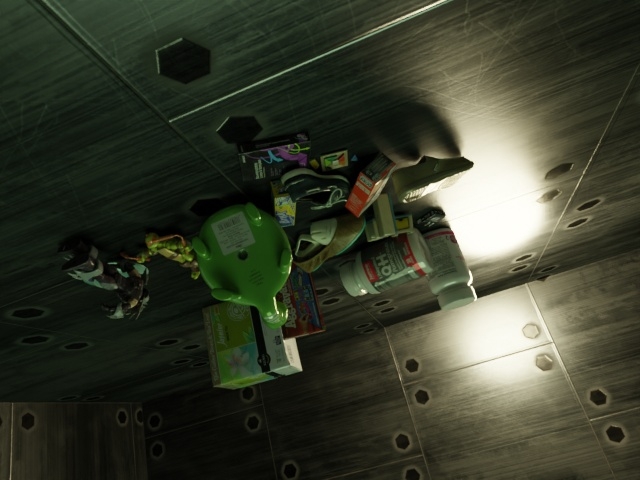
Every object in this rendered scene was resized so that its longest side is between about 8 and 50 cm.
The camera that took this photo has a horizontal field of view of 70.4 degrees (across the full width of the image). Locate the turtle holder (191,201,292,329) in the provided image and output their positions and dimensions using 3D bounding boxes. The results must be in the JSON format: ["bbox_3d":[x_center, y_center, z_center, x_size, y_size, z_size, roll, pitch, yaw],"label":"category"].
[{"bbox_3d":[-0.172,0.057,1.206,0.243,0.320,0.227,-53,-179,-4],"label":"turtle holder"}]

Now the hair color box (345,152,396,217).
[{"bbox_3d":[0.129,-0.142,1.191,0.093,0.053,0.167,-44,168,-26],"label":"hair color box"}]

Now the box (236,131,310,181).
[{"bbox_3d":[-0.104,-0.186,1.030,0.162,0.029,0.116,-11,157,-8],"label":"box"}]

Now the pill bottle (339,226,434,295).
[{"bbox_3d":[0.239,0.091,1.674,0.318,0.176,0.176,-26,155,23],"label":"pill bottle"}]

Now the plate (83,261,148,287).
[{"bbox_3d":[-0.627,0.114,1.393,0.188,0.024,0.188,-13,156,-6],"label":"plate"}]

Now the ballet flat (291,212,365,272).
[{"bbox_3d":[0.000,0.000,1.444,0.124,0.116,0.342,21,146,-24],"label":"ballet flat"}]

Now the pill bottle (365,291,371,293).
[{"bbox_3d":[0.237,0.162,1.916,0.186,0.112,0.112,-24,155,20],"label":"pill bottle"}]

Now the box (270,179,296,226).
[{"bbox_3d":[-0.099,-0.096,1.205,0.059,0.054,0.169,-10,157,-10],"label":"box"}]

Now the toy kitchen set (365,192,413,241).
[{"bbox_3d":[0.232,-0.077,1.417,0.166,0.122,0.207,-11,177,-11],"label":"toy kitchen set"}]

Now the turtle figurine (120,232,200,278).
[{"bbox_3d":[-0.410,0.034,1.259,0.269,0.087,0.217,-16,143,34],"label":"turtle figurine"}]

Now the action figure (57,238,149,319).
[{"bbox_3d":[-0.566,0.106,1.235,0.099,0.185,0.285,-28,139,7],"label":"action figure"}]

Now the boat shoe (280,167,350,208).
[{"bbox_3d":[0.002,-0.122,1.138,0.095,0.079,0.254,-25,166,27],"label":"boat shoe"}]

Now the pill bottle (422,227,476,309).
[{"bbox_3d":[0.476,0.110,1.725,0.160,0.283,0.160,-13,157,-5],"label":"pill bottle"}]

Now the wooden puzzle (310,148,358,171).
[{"bbox_3d":[0.034,-0.194,1.116,0.116,0.014,0.078,-17,157,4],"label":"wooden puzzle"}]

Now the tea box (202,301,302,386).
[{"bbox_3d":[-0.283,0.414,1.890,0.323,0.329,0.220,-18,157,5],"label":"tea box"}]

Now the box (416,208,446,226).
[{"bbox_3d":[0.386,-0.077,1.585,0.067,0.018,0.083,7,148,-41],"label":"box"}]

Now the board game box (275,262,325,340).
[{"bbox_3d":[-0.086,0.190,1.567,0.145,0.281,0.027,-12,156,-7],"label":"board game box"}]

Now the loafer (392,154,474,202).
[{"bbox_3d":[0.300,-0.184,1.212,0.268,0.092,0.102,-21,164,-29],"label":"loafer"}]
